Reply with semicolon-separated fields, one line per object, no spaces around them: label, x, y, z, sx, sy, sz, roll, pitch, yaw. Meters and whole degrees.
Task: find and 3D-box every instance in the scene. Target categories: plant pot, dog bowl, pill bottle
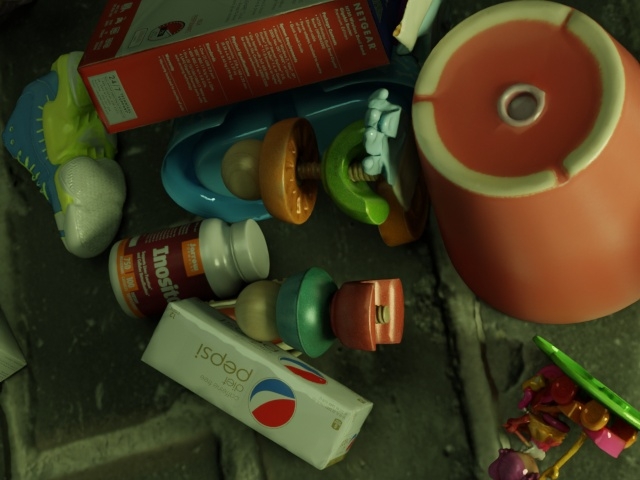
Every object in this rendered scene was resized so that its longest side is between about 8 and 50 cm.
plant pot;0.211;-0.084;1.637;0.275;0.243;0.275;-7;68;18
dog bowl;-0.020;-0.114;1.789;0.297;0.166;0.074;-16;53;14
pill bottle;-0.135;0.025;1.811;0.152;0.086;0.086;-14;65;15

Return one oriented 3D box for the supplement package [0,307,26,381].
supplement package;-0.462;0.092;1.871;0.203;0.149;0.194;-32;62;6

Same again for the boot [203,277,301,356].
boot;-0.090;0.102;1.782;0.158;0.059;0.084;-19;69;11

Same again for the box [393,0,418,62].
box;0.029;-0.211;1.878;0.162;0.029;0.116;7;71;22

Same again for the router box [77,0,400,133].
router box;-0.067;-0.259;1.809;0.301;0.082;0.335;-13;31;15

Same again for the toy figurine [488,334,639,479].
toy figurine;0.207;0.193;1.613;0.159;0.130;0.173;-53;39;5

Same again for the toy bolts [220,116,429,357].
toy bolts;0.000;0.000;1.714;0.158;0.218;0.228;1;87;21

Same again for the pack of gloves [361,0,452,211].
pack of gloves;0.067;-0.144;1.601;0.046;0.232;0.195;15;84;15

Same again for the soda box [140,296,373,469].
soda box;-0.062;0.138;1.712;0.216;0.074;0.069;29;100;15

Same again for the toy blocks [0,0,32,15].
toy blocks;-0.444;-0.267;1.996;0.289;0.260;0.309;0;93;51

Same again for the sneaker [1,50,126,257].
sneaker;-0.285;-0.084;1.926;0.126;0.091;0.240;-18;63;34
